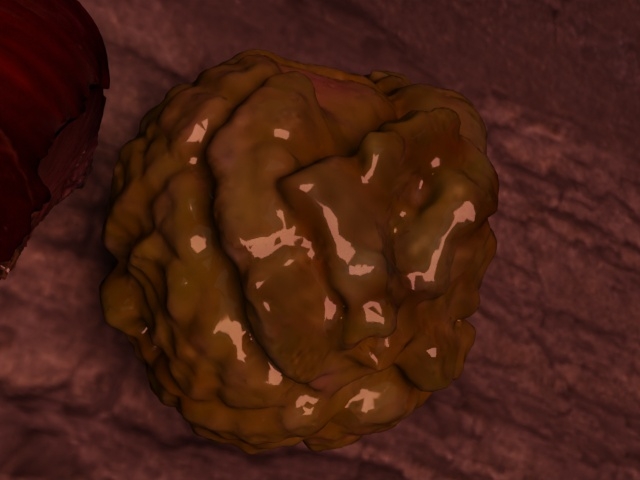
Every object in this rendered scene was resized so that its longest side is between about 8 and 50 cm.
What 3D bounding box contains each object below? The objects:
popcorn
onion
[{"bbox_3d":[0.000,0.000,0.602,0.259,0.212,0.259,-3,98,-22],"label":"popcorn"},{"bbox_3d":[-0.192,-0.027,0.477,0.248,0.248,0.161,-39,95,-21],"label":"onion"}]
